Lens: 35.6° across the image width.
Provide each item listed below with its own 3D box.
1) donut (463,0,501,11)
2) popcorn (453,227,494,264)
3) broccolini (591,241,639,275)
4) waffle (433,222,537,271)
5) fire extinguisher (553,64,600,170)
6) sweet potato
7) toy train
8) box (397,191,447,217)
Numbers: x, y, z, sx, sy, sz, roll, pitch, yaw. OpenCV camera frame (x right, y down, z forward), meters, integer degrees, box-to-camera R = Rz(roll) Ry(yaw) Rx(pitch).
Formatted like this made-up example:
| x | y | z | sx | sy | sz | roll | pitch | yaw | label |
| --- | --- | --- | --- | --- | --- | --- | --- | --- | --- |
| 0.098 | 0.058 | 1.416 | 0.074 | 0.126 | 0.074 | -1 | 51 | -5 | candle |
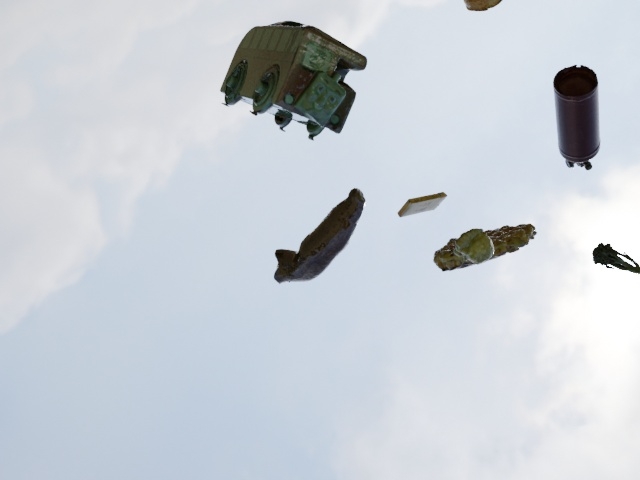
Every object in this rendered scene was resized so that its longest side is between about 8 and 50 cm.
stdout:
| x | y | z | sx | sy | sz | roll | pitch | yaw | label |
| --- | --- | --- | --- | --- | --- | --- | --- | --- | --- |
| 0.311 | -0.470 | 1.901 | 0.067 | 0.038 | 0.083 | -51 | -145 | -14 | donut |
| 0.270 | 0.007 | 1.746 | 0.068 | 0.083 | 0.060 | 14 | -104 | 51 | popcorn |
| 0.454 | 0.047 | 1.437 | 0.140 | 0.030 | 0.035 | 34 | -115 | 26 | broccolini |
| 0.377 | 0.008 | 2.300 | 0.237 | 0.059 | 0.243 | -17 | -173 | 19 | waffle |
| 0.624 | -0.291 | 2.454 | 0.106 | 0.337 | 0.147 | -22 | -128 | 0 | fire extinguisher |
| -0.005 | 0.000 | 2.096 | 0.085 | 0.112 | 0.286 | -3 | 143 | -47 | sweet potato |
| -0.053 | -0.251 | 1.538 | 0.159 | 0.129 | 0.326 | -65 | -155 | 1 | toy train |
| 0.296 | -0.105 | 2.888 | 0.149 | 0.020 | 0.073 | -12 | 153 | -37 | box |
